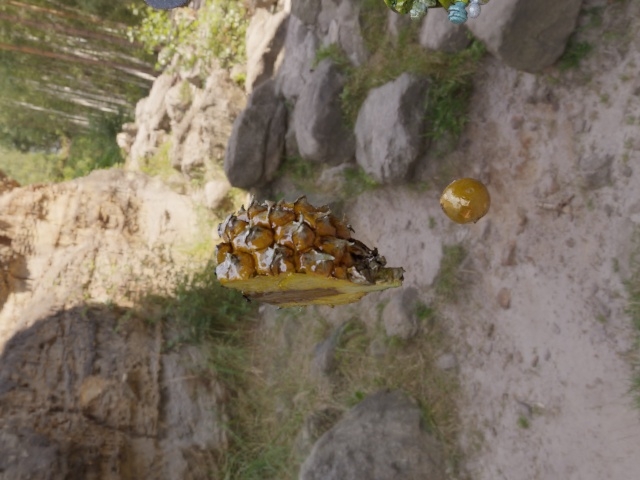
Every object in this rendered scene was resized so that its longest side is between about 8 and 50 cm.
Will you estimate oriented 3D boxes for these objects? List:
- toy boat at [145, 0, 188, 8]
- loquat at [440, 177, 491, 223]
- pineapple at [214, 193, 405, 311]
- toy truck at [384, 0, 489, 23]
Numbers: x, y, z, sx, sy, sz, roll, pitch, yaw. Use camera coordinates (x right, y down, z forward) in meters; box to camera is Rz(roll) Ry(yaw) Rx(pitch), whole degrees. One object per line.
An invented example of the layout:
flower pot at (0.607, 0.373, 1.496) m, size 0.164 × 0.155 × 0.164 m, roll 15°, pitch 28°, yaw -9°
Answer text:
toy boat at (-0.227, -0.468, 0.886) m, size 0.283 × 0.127 × 0.078 m, roll -19°, pitch 49°, yaw 58°
loquat at (0.412, -0.111, 1.585) m, size 0.141 × 0.141 × 0.141 m, roll -172°, pitch 90°, yaw -77°
pineapple at (0.003, 0.000, 0.997) m, size 0.344 × 0.286 × 0.209 m, roll 41°, pitch -137°, yaw -68°
toy truck at (0.111, -0.234, 0.499) m, size 0.111 × 0.076 × 0.077 m, roll 18°, pitch 89°, yaw 36°
